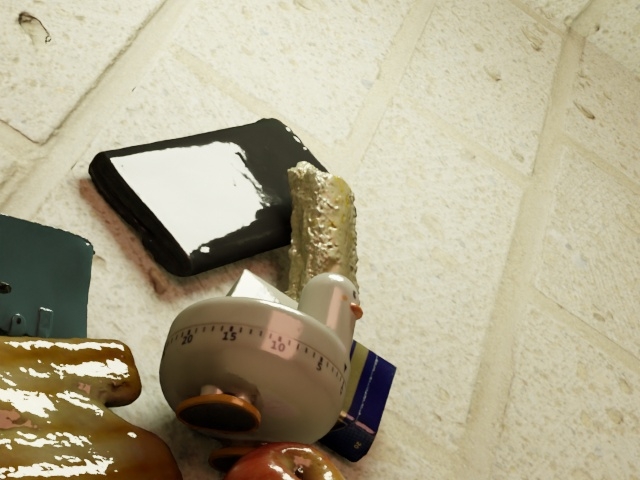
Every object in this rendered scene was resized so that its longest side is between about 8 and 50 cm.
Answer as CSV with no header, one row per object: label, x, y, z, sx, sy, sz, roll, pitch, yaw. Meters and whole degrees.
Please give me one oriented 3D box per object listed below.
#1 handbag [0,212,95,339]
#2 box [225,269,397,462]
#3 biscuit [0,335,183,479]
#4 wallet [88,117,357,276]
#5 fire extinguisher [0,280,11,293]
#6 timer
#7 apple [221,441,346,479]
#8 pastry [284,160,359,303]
handbag,-0.364,0.048,1.841,0.221,0.057,0.144,20,65,-51
box,-0.028,0.166,2.080,0.259,0.071,0.168,35,33,-7
biscuit,-0.308,0.207,1.763,0.290,0.062,0.237,2,48,-42
wallet,-0.132,-0.069,2.281,0.228,0.062,0.406,50,35,17
fire extinguisher,-0.430,0.138,1.633,0.114,0.095,0.311,30,48,-10
timer,-0.073,0.143,1.897,0.233,0.233,0.240,26,55,-18
apple,-0.047,0.332,1.770,0.199,0.199,0.199,26,35,-19
pastry,0.003,0.004,2.239,0.121,0.089,0.259,39,47,-50
